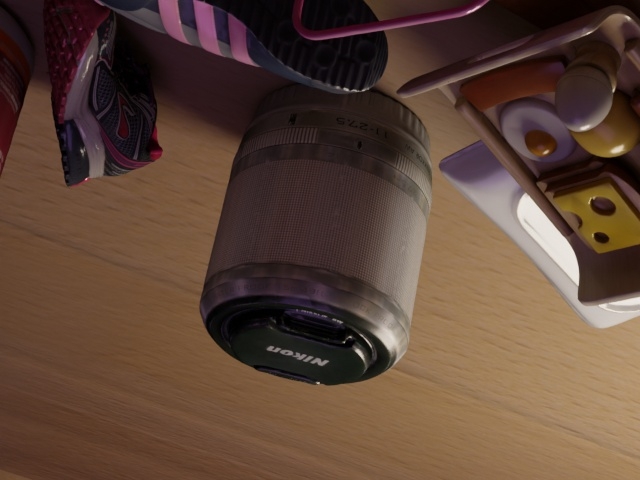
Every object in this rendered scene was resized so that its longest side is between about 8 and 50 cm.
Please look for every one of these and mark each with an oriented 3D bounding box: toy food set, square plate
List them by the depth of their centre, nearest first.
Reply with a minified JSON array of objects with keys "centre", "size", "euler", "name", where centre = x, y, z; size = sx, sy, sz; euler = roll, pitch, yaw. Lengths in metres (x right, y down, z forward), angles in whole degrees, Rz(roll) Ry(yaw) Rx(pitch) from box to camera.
[{"centre":[0.241,-0.063,1.431],"size":[0.219,0.092,0.306],"euler":[-16,126,43],"name":"toy food set"},{"centre":[0.350,-0.045,1.608],"size":[0.344,0.049,0.347],"euler":[-25,136,24],"name":"square plate"}]

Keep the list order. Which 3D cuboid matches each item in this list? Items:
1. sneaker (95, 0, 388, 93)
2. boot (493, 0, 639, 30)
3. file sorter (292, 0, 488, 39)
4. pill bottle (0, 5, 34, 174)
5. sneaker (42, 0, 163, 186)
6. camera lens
[{"centre":[-0.090,-0.226,1.508],"size":[0.319,0.112,0.131],"euler":[26,165,-16],"name":"sneaker"},{"centre":[0.296,-0.236,1.364],"size":[0.280,0.096,0.264],"euler":[38,135,-15],"name":"boot"},{"centre":[0.007,-0.308,1.210],"size":[0.202,0.182,0.291],"euler":[-6,148,29],"name":"file sorter"},{"centre":[-0.445,-0.058,1.624],"size":[0.224,0.392,0.224],"euler":[9,152,5],"name":"pill bottle"},{"centre":[-0.225,-0.167,1.659],"size":[0.112,0.121,0.299],"euler":[-10,156,-10],"name":"sneaker"},{"centre":[0.000,0.000,1.690],"size":[0.219,0.274,0.219],"euler":[9,152,5],"name":"camera lens"}]
